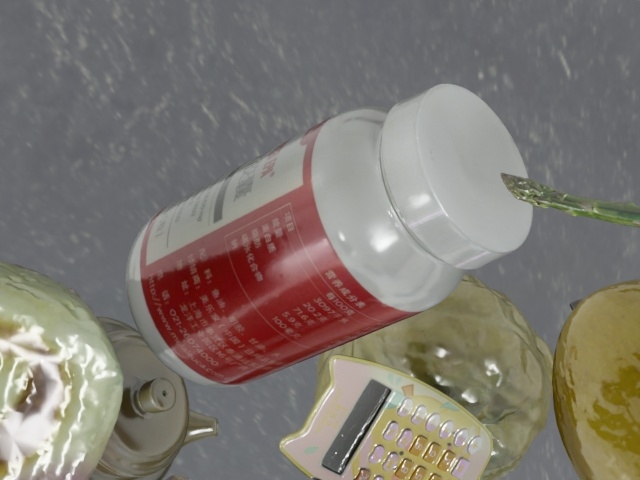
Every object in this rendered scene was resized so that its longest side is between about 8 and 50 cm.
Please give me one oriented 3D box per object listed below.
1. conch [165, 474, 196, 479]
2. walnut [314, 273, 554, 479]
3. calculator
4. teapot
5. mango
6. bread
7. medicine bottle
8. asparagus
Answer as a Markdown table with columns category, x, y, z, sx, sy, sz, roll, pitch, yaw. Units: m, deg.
| category | x | y | z | sx | sy | sz | roll | pitch | yaw |
| --- | --- | --- | --- | --- | --- | --- | --- | --- | --- |
| conch | -0.085 | 0.313 | 0.875 | 0.352 | 0.210 | 0.297 | -40 | 73 | 9 |
| walnut | 0.147 | 0.179 | 1.881 | 0.277 | 0.282 | 0.253 | 32 | 70 | -27 |
| calculator | 0.079 | 0.224 | 1.653 | 0.236 | 0.033 | 0.157 | 31 | 92 | -17 |
| teapot | -0.214 | 0.157 | 1.433 | 0.175 | 0.268 | 0.185 | -21 | 60 | 40 |
| mango | 0.311 | 0.172 | 1.236 | 0.195 | 0.142 | 0.331 | -39 | 59 | 17 |
| bread | -0.237 | 0.086 | 0.994 | 0.187 | 0.338 | 0.155 | 20 | 84 | -11 |
| medicine bottle | 0.000 | 0.000 | 0.936 | 0.250 | 0.131 | 0.131 | -26 | 68 | 38 |
| asparagus | 0.143 | -0.017 | 0.767 | 0.114 | 0.014 | 0.015 | 12 | 91 | 28 |
